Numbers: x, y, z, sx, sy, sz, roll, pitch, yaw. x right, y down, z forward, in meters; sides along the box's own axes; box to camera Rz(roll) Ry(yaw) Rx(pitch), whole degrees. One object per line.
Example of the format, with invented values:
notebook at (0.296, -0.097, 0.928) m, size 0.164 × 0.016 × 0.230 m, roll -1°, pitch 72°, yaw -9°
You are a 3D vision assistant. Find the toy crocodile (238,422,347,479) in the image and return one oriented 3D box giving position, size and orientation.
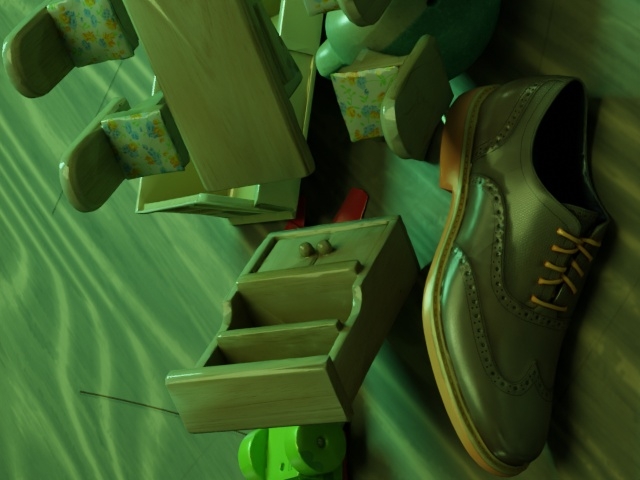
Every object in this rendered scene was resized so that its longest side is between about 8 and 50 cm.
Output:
toy crocodile at (-0.012, 0.279, 1.661) m, size 0.115 × 0.105 × 0.340 m, roll -31°, pitch 52°, yaw 48°

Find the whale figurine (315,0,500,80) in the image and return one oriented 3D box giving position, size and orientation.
whale figurine at (0.089, -0.233, 1.631) m, size 0.216 × 0.141 × 0.272 m, roll -50°, pitch 15°, yaw -2°

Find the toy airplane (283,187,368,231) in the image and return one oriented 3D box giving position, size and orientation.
toy airplane at (0.000, 0.000, 1.765) m, size 0.151 × 0.028 × 0.151 m, roll -21°, pitch 63°, yaw 50°

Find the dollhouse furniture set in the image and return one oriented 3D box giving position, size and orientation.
dollhouse furniture set at (-0.075, -0.056, 1.491) m, size 0.362 × 0.394 × 0.256 m, roll -8°, pitch 29°, yaw 27°

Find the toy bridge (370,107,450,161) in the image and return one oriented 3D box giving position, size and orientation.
toy bridge at (0.103, -0.113, 1.650) m, size 0.188 × 0.026 × 0.063 m, roll 31°, pitch 105°, yaw 54°

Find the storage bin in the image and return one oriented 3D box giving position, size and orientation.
storage bin at (-0.100, -0.155, 1.820) m, size 0.260 × 0.123 × 0.262 m, roll 176°, pitch 103°, yaw -69°

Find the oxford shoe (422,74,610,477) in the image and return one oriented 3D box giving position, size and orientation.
oxford shoe at (0.179, 0.023, 1.424) m, size 0.133 × 0.130 × 0.363 m, roll -15°, pitch 70°, yaw 46°
